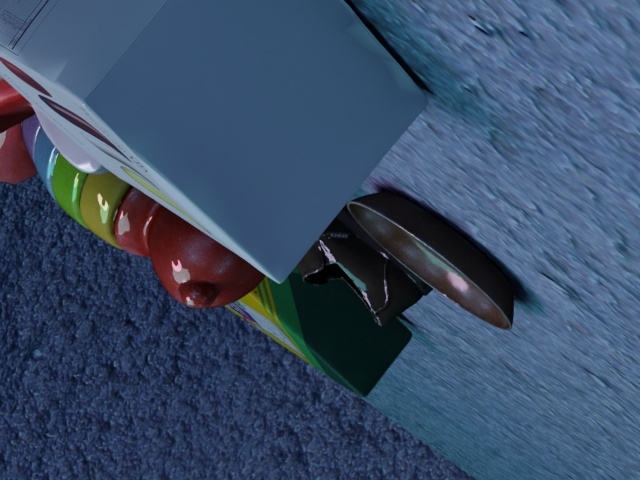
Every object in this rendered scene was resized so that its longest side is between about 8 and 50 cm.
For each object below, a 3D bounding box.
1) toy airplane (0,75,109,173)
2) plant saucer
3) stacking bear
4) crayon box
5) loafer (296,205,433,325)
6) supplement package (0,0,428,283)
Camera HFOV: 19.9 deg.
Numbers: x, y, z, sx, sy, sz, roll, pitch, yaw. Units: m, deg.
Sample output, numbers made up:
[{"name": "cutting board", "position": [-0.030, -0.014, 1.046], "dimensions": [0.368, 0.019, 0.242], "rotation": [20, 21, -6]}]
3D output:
[{"name": "toy airplane", "position": [-0.349, -0.113, 1.482], "dimensions": [0.272, 0.384, 0.386], "rotation": [-4, -142, -45]}, {"name": "plant saucer", "position": [0.095, 0.011, 1.487], "dimensions": [0.168, 0.029, 0.168], "rotation": [37, 174, 5]}, {"name": "stacking bear", "position": [-0.150, -0.053, 1.605], "dimensions": [0.289, 0.175, 0.164], "rotation": [45, 151, 28]}, {"name": "crayon box", "position": [-0.105, 0.007, 2.149], "dimensions": [0.313, 0.106, 0.363], "rotation": [43, 171, -37]}, {"name": "loafer", "position": [0.000, 0.000, 1.686], "dimensions": [0.220, 0.078, 0.080], "rotation": [36, 173, 18]}, {"name": "supplement package", "position": [-0.085, -0.111, 1.108], "dimensions": [0.194, 0.149, 0.203], "rotation": [44, 172, -39]}]
